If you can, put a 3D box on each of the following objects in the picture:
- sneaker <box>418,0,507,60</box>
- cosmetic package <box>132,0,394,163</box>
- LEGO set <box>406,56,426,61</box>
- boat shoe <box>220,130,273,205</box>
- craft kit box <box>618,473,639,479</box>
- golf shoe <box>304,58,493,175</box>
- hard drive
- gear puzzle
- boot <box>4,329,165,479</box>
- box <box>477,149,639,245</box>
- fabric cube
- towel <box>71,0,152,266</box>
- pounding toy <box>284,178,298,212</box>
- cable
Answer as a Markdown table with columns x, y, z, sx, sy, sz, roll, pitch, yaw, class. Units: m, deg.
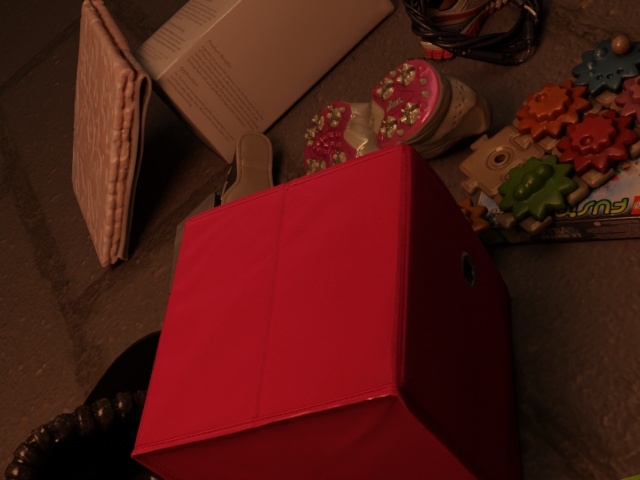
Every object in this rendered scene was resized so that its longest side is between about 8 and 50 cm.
| x | y | z | sx | sy | sz | roll | pitch | yaw | class |
| --- | --- | --- | --- | --- | --- | --- | --- | --- | --- |
| 0.213 | -0.360 | 1.230 | 0.088 | 0.093 | 0.225 | 20 | 68 | 48 | sneaker |
| -0.090 | -0.323 | 1.364 | 0.365 | 0.197 | 0.155 | -44 | 36 | -6 | cosmetic package |
| 0.124 | -0.229 | 1.242 | 0.083 | 0.023 | 0.054 | -41 | 39 | -21 | LEGO set |
| -0.106 | -0.061 | 1.255 | 0.065 | 0.075 | 0.206 | 116 | 162 | -53 | boat shoe |
| 0.313 | 0.250 | 0.563 | 0.250 | 0.061 | 0.246 | -19 | 40 | 6 | craft kit box |
| 0.090 | -0.131 | 1.118 | 0.306 | 0.140 | 0.115 | -15 | 72 | 57 | golf shoe |
| -0.176 | 0.007 | 1.241 | 0.094 | 0.022 | 0.135 | -39 | 35 | 31 | hard drive |
| 0.233 | -0.100 | 0.946 | 0.339 | 0.044 | 0.175 | -39 | 39 | 3 | gear puzzle |
| -0.193 | 0.189 | 0.895 | 0.348 | 0.131 | 0.260 | -57 | 2 | -38 | boot |
| 0.273 | -0.053 | 0.936 | 0.207 | 0.036 | 0.114 | -4 | 52 | 37 | box |
| 0.023 | 0.113 | 0.812 | 0.259 | 0.254 | 0.258 | -18 | 44 | 26 | fabric cube |
| -0.341 | -0.174 | 1.386 | 0.317 | 0.053 | 0.332 | 53 | 137 | 50 | towel |
| 0.005 | 0.002 | 1.016 | 0.181 | 0.094 | 0.206 | -7 | 25 | 35 | pounding toy |
| 0.201 | -0.311 | 1.155 | 0.184 | 0.047 | 0.150 | 13 | 77 | 5 | cable |
